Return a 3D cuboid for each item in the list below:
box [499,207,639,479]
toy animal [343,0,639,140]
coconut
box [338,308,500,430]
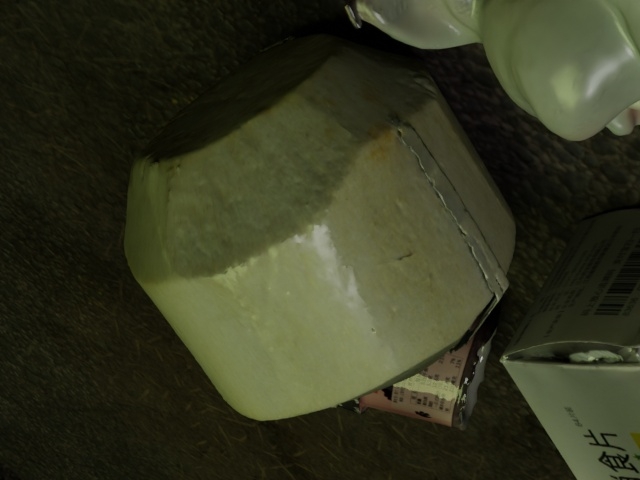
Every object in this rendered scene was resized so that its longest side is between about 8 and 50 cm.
[{"bbox_3d":[0.305,0.143,1.054,0.145,0.173,0.333,-5,129,45],"label":"box"},{"bbox_3d":[0.181,-0.172,0.784,0.247,0.183,0.310,41,152,1],"label":"toy animal"},{"bbox_3d":[0.000,0.000,1.053,0.323,0.323,0.323,24,145,18],"label":"coconut"},{"bbox_3d":[0.097,0.109,1.231,0.135,0.151,0.151,16,143,15],"label":"box"}]
